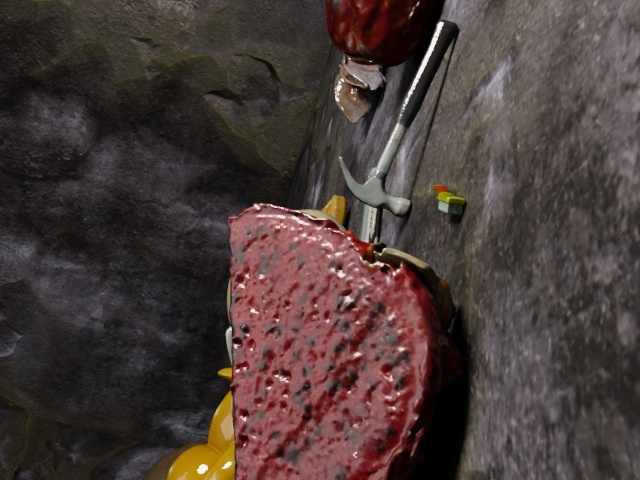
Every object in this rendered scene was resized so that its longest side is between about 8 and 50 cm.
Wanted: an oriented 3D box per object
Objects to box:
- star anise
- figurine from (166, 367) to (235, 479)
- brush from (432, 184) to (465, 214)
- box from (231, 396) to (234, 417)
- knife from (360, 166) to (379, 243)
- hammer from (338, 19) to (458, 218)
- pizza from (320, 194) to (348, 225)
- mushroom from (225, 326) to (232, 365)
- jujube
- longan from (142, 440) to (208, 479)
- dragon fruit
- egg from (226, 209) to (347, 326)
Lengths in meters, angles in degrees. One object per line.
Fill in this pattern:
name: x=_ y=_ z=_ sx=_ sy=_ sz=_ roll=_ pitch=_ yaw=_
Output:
star anise: x=0.083 y=-0.331 z=1.551 sx=0.229 sy=0.093 sz=0.236 roll=107 pitch=179 yaw=-69
figurine: x=-0.088 y=0.279 z=1.116 sx=0.215 sy=0.215 sz=0.228 roll=131 pitch=155 yaw=-75
brush: x=0.124 y=-0.040 z=0.837 sx=0.083 sy=0.019 sz=0.021 roll=-110 pitch=26 yaw=-75
box: x=-0.028 y=0.175 z=1.030 sx=0.100 sy=0.152 sz=0.048 roll=-87 pitch=-1 yaw=-59
knife: x=0.076 y=-0.045 z=1.219 sx=0.044 sy=0.023 sz=0.162 roll=110 pitch=172 yaw=-51
hammer: x=0.102 y=-0.158 z=1.034 sx=0.029 sy=0.103 sz=0.246 roll=-112 pitch=44 yaw=-88
pizza: x=0.001 y=0.000 z=1.523 sx=0.175 sy=0.046 sz=0.134 roll=-62 pitch=21 yaw=-7
mushroom: x=-0.056 y=0.299 z=0.943 sx=0.126 sy=0.177 sz=0.397 roll=-22 pitch=-52 yaw=-71
jujube: x=0.090 y=-0.381 z=1.213 sx=0.183 sy=0.183 sz=0.243 roll=-102 pitch=29 yaw=-75
longan: x=-0.253 y=0.552 z=1.678 sx=0.300 sy=0.243 sz=0.300 roll=-57 pitch=-16 yaw=-27
dragon fruit: x=0.041 y=0.116 z=0.742 sx=0.205 sy=0.152 sz=0.316 roll=-15 pitch=68 yaw=33
egg: x=-0.033 y=0.066 z=1.184 sx=0.186 sy=0.186 sz=0.241 roll=115 pitch=176 yaw=-54
